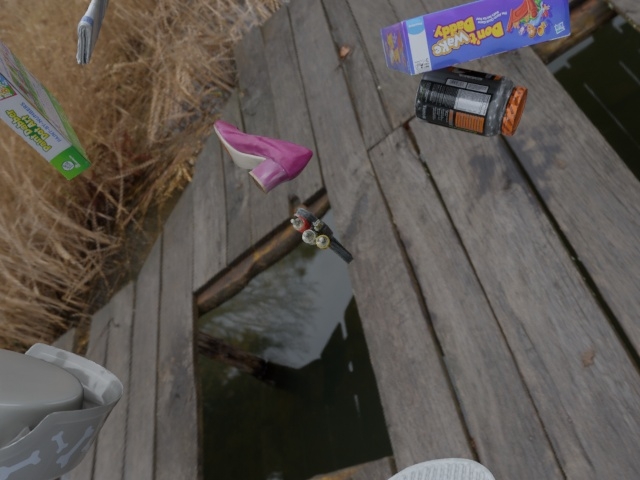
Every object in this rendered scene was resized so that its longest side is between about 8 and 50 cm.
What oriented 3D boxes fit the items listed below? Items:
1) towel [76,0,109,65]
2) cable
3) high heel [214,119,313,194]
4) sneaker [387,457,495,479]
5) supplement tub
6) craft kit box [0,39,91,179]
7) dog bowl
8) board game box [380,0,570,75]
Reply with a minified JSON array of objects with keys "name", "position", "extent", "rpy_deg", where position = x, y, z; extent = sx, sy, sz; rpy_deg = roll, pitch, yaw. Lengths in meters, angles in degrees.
[{"name":"towel","position":[-0.561,-0.607,1.314],"extent":[0.209,0.034,0.285],"rpy_deg":[-19,58,62]},{"name":"cable","position":[0.000,0.000,1.391],"extent":[0.139,0.287,0.072],"rpy_deg":[37,84,25]},{"name":"high heel","position":[-0.119,-0.191,1.019],"extent":[0.117,0.082,0.244],"rpy_deg":[-36,47,-8]},{"name":"sneaker","position":[0.137,0.463,0.844],"extent":[0.321,0.128,0.126],"rpy_deg":[-23,37,3]},{"name":"supplement tub","position":[0.290,-0.268,1.005],"extent":[0.190,0.117,0.117],"rpy_deg":[20,79,23]},{"name":"craft kit box","position":[-0.522,-0.258,0.891],"extent":[0.061,0.247,0.250],"rpy_deg":[-38,54,-4]},{"name":"dog bowl","position":[-0.447,0.205,0.672],"extent":[0.348,0.348,0.102],"rpy_deg":[9,81,51]},{"name":"board game box","position":[0.238,-0.360,0.898],"extent":[0.233,0.078,0.347],"rpy_deg":[-12,19,6]}]
